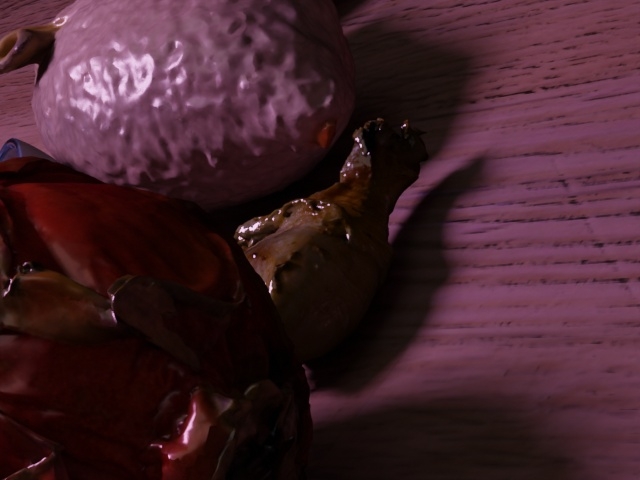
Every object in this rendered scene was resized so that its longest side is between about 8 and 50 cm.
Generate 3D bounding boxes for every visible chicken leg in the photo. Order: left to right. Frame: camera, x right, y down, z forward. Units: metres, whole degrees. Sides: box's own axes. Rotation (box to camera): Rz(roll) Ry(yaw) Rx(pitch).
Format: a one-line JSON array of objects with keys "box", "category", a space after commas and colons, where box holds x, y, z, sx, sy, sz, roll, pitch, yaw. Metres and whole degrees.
[{"box": [0.000, 0.000, 1.158, 0.103, 0.088, 0.227, -39, 16, 42], "category": "chicken leg"}]

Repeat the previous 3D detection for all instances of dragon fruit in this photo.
[{"box": [-0.152, 0.090, 0.959, 0.343, 0.277, 0.277, 3, 38, 20], "category": "dragon fruit"}]

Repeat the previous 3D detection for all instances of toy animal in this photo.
[{"box": [-0.098, -0.115, 1.392, 0.226, 0.188, 0.358, -36, 28, -14], "category": "toy animal"}]

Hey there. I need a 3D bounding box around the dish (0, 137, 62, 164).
[{"box": [-0.207, 0.044, 1.356, 0.236, 0.086, 0.228, -121, 46, -64], "category": "dish"}]
